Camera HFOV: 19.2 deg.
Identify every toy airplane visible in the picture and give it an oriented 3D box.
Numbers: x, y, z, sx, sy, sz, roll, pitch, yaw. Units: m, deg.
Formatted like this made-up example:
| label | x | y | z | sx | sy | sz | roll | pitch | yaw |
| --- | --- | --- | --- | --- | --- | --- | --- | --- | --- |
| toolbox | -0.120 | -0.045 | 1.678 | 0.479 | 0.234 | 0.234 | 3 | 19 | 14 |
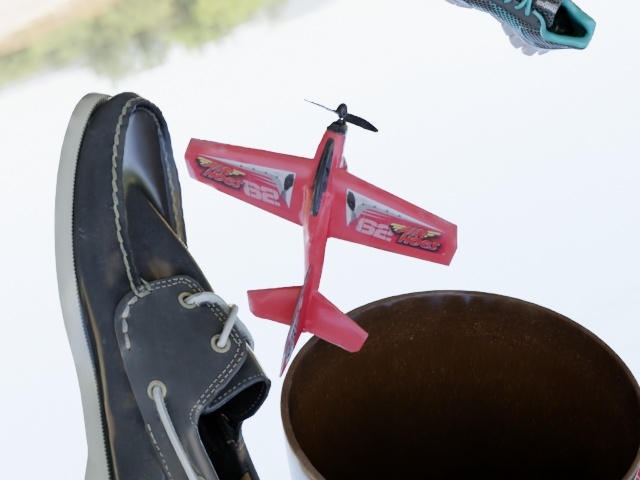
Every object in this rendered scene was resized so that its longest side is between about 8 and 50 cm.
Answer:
| label | x | y | z | sx | sy | sz | roll | pitch | yaw |
| --- | --- | --- | --- | --- | --- | --- | --- | --- | --- |
| toy airplane | 0.000 | 0.000 | 0.954 | 0.151 | 0.151 | 0.028 | -15 | -168 | 27 |

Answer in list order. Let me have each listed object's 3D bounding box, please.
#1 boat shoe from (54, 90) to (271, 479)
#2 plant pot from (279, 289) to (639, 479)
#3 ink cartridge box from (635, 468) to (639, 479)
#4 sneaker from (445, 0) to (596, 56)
| label | x | y | z | sx | sy | sz | roll | pitch | yaw |
| --- | --- | --- | --- | --- | --- | --- | --- | --- | --- |
| boat shoe | -0.056 | 0.050 | 0.768 | 0.079 | 0.233 | 0.084 | -12 | 171 | 20 |
| plant pot | 0.081 | 0.186 | 1.172 | 0.215 | 0.230 | 0.215 | 1 | -142 | -1 |
| ink cartridge box | 0.258 | 0.328 | 1.364 | 0.261 | 0.296 | 0.066 | -39 | 174 | -31 |
| sneaker | 0.156 | -0.196 | 1.488 | 0.166 | 0.065 | 0.076 | 26 | 175 | -38 |
